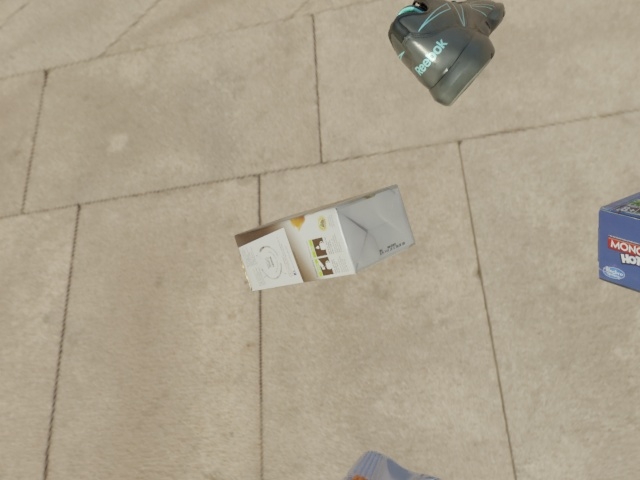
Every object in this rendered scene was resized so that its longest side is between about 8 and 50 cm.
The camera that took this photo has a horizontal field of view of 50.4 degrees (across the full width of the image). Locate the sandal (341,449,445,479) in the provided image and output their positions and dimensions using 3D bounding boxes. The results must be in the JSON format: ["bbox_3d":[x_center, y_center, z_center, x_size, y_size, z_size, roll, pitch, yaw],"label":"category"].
[{"bbox_3d":[0.084,0.294,0.714,0.076,0.265,0.102,44,70,-9],"label":"sandal"}]

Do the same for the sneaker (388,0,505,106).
[{"bbox_3d":[0.144,-0.246,0.781,0.106,0.267,0.101,36,120,-5],"label":"sneaker"}]

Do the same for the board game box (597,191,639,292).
[{"bbox_3d":[0.321,-0.010,0.438,0.194,0.060,0.194,-28,31,-29],"label":"board game box"}]

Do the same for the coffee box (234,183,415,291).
[{"bbox_3d":[0.000,0.000,1.037,0.246,0.141,0.098,-14,96,47],"label":"coffee box"}]
